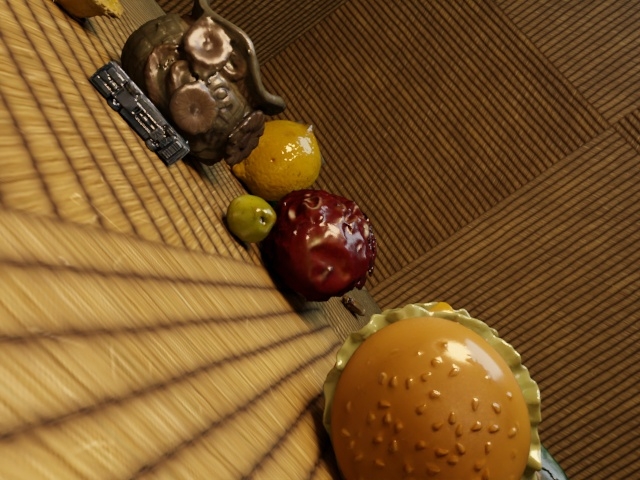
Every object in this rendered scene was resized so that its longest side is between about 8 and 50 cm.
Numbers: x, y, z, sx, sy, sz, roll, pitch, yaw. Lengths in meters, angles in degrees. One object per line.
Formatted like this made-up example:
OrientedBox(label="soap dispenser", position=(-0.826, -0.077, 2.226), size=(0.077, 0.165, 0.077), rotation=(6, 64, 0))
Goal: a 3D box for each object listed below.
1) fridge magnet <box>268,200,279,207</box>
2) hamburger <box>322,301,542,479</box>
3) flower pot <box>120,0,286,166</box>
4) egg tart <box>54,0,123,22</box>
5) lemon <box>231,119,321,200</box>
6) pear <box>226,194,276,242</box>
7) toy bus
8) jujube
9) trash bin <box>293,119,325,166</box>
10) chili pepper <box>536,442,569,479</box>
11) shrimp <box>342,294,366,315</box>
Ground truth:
OrientedBox(label="fridge magnet", position=(-0.149, -0.167, 1.404), size=(0.208, 0.088, 0.208), rotation=(54, 5, -7))
OrientedBox(label="hamburger", position=(0.133, 0.216, 0.531), size=(0.274, 0.274, 0.212), rotation=(56, 8, 12))
OrientedBox(label="flower pot", position=(-0.218, -0.296, 0.806), size=(0.301, 0.213, 0.302), rotation=(52, 0, 0))
OrientedBox(label="egg tart", position=(-0.430, -0.448, 0.707), size=(0.191, 0.074, 0.191), rotation=(54, 6, -8))
OrientedBox(label="lemon", position=(-0.128, -0.228, 1.202), size=(0.228, 0.254, 0.228), rotation=(164, -90, -83))
OrientedBox(label="pear", position=(-0.128, -0.042, 0.768), size=(0.092, 0.097, 0.092), rotation=(29, 54, -50))
OrientedBox(label="toy bus", position=(-0.276, -0.196, 0.652), size=(0.166, 0.047, 0.065), rotation=(52, 2, -28))
OrientedBox(label="jujube", position=(0.000, 0.000, 0.938), size=(0.258, 0.258, 0.377), rotation=(54, -2, -7))
OrientedBox(label="trash bin", position=(-0.139, -0.318, 1.606), size=(0.219, 0.250, 0.219), rotation=(59, 0, 43))
OrientedBox(label="chili pepper", position=(0.361, 0.530, 0.844), size=(0.233, 0.248, 0.256), rotation=(21, 27, -27))
OrientedBox(label="shrimp", position=(0.112, 0.233, 1.523), size=(0.101, 0.042, 0.190), rotation=(34, -6, 31))
